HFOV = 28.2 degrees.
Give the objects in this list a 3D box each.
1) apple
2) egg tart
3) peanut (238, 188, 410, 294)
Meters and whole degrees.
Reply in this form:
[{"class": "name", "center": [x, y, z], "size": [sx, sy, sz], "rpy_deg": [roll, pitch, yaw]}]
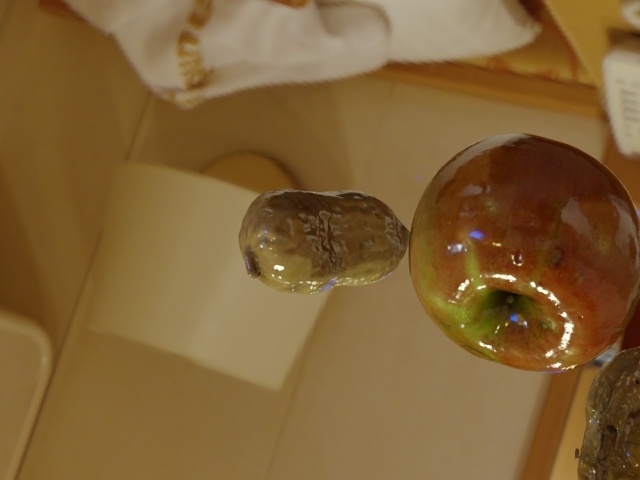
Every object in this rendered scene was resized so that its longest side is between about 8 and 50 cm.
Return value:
[{"class": "apple", "center": [0.171, 0.005, 1.055], "size": [0.196, 0.196, 0.196], "rpy_deg": [18, 173, 2]}, {"class": "egg tart", "center": [0.485, 0.325, 1.808], "size": [0.150, 0.352, 0.352], "rpy_deg": [-4, 160, 41]}, {"class": "peanut", "center": [-0.009, -0.001, 1.725], "size": [0.159, 0.143, 0.291], "rpy_deg": [11, -170, 40]}]
